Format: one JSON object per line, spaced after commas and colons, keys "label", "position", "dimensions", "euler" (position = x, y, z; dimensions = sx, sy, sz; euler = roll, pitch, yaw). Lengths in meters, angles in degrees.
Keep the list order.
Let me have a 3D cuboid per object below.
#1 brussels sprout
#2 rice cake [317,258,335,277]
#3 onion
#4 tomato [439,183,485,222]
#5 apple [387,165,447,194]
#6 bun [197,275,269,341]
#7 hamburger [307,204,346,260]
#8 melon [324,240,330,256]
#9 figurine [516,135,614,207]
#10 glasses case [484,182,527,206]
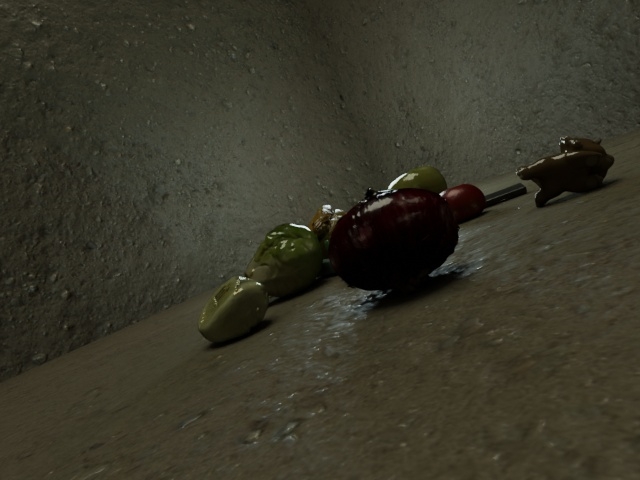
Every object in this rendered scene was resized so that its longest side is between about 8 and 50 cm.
{"label": "brussels sprout", "position": [-0.124, 0.072, 1.765], "dimensions": [0.273, 0.243, 0.316], "euler": [-29, 4, 46]}
{"label": "rice cake", "position": [0.037, 0.099, 1.845], "dimensions": [0.069, 0.063, 0.206], "euler": [-17, 0, -29]}
{"label": "onion", "position": [0.171, 0.018, 1.126], "dimensions": [0.314, 0.232, 0.314], "euler": [-14, -21, -6]}
{"label": "tomato", "position": [0.541, -0.145, 1.918], "dimensions": [0.195, 0.136, 0.195], "euler": [-21, 3, 1]}
{"label": "apple", "position": [0.466, -0.211, 2.425], "dimensions": [0.233, 0.258, 0.295], "euler": [-26, 2, -41]}
{"label": "bun", "position": [-0.238, 0.201, 1.408], "dimensions": [0.229, 0.145, 0.229], "euler": [-41, 24, 23]}
{"label": "hamburger", "position": [0.000, 0.000, 2.114], "dimensions": [0.319, 0.158, 0.318], "euler": [-61, 1, 1]}
{"label": "melon", "position": [0.103, 0.029, 1.887], "dimensions": [0.209, 0.064, 0.118], "euler": [-5, -10, -21]}
{"label": "figurine", "position": [0.758, -0.228, 1.520], "dimensions": [0.247, 0.177, 0.173], "euler": [-28, 19, 30]}
{"label": "glasses case", "position": [0.743, -0.181, 2.020], "dimensions": [0.190, 0.042, 0.072], "euler": [-21, 10, 15]}
